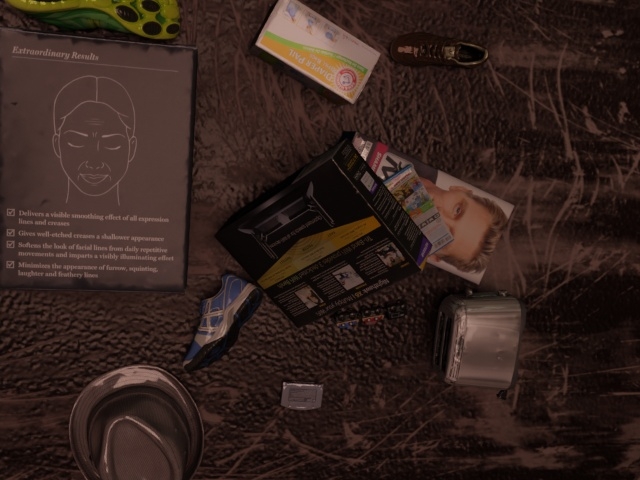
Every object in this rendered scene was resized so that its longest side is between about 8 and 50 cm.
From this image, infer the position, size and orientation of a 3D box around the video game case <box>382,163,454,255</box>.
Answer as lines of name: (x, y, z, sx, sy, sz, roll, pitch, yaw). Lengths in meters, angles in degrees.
video game case: (0.156, -0.038, 1.249, 0.119, 0.015, 0.166, -33, 105, -3)

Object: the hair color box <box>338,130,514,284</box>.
hair color box: (0.175, -0.063, 1.312, 0.347, 0.105, 0.173, 22, 94, -15)

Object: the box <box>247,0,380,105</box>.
box: (-0.012, -0.336, 1.227, 0.203, 0.114, 0.103, 28, 92, -16)

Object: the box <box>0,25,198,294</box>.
box: (-0.361, -0.125, 1.134, 0.294, 0.212, 0.395, 3, 98, -12)

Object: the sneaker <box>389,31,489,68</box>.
sneaker: (0.228, -0.363, 1.295, 0.189, 0.071, 0.066, 0, 98, -12)

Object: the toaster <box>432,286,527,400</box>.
toaster: (0.313, 0.207, 1.372, 0.147, 0.129, 0.226, 4, 99, -9)

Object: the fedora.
fedora: (-0.336, 0.379, 1.258, 0.244, 0.124, 0.275, -14, 101, -10)

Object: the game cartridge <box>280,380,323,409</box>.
game cartridge: (-0.038, 0.310, 1.368, 0.083, 0.017, 0.056, 7, 93, -13)

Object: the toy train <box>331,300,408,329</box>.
toy train: (0.099, 0.151, 1.369, 0.158, 0.027, 0.036, -8, 111, -11)

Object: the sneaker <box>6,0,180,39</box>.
sneaker: (-0.378, -0.404, 1.144, 0.296, 0.123, 0.109, 4, 97, -31)

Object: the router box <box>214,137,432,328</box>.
router box: (0.000, 0.000, 1.205, 0.309, 0.081, 0.243, -29, 108, 36)

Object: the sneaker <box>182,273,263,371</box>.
sneaker: (-0.195, 0.156, 1.291, 0.081, 0.080, 0.211, 40, 97, 20)
